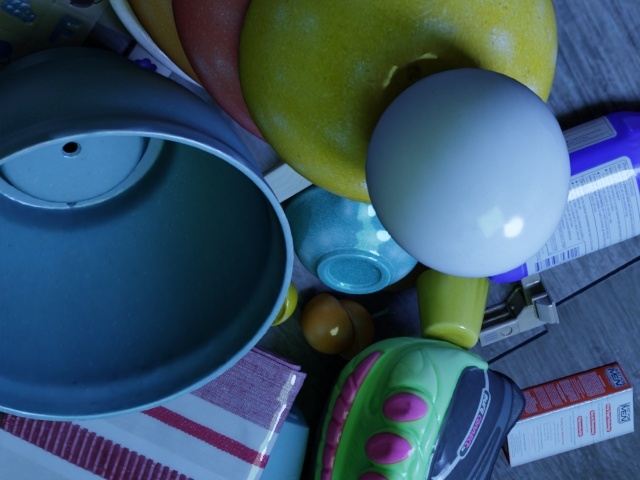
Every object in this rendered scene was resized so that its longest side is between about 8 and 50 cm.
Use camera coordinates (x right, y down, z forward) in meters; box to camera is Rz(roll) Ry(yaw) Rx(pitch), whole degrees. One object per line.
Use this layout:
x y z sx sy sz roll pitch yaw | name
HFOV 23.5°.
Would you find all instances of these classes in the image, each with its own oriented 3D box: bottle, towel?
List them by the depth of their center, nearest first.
-0.181 0.214 1.367 0.237 0.037 0.329 24 96 8 | towel
0.270 -0.057 1.409 0.282 0.092 0.118 -21 132 0 | bottle

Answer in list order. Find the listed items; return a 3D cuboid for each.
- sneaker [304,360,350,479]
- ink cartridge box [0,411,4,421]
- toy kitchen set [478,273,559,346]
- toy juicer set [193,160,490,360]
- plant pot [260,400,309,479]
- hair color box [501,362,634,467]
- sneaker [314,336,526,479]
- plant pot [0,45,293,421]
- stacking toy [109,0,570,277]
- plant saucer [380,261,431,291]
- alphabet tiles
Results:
0.015 0.239 1.563 0.105 0.115 0.281 5 105 -27 | sneaker
-0.425 0.228 1.440 0.307 0.072 0.303 29 116 -31 | ink cartridge box
0.185 0.064 1.496 0.075 0.068 0.083 -20 131 -1 | toy kitchen set
0.000 0.000 1.368 0.209 0.090 0.329 -12 143 26 | toy juicer set
-0.123 0.229 1.475 0.165 0.166 0.234 20 112 -30 | plant pot
0.260 0.186 1.635 0.141 0.043 0.072 -15 131 -4 | hair color box
0.074 0.324 1.448 0.202 0.185 0.483 7 113 -32 | sneaker
-0.186 -0.029 1.205 0.293 0.196 0.293 -10 135 -10 | plant pot
0.047 -0.134 1.021 0.350 0.480 0.351 -9 130 -11 | stacking toy
0.076 0.020 1.462 0.083 0.015 0.083 -8 129 -10 | plant saucer
-0.244 -0.147 1.231 0.237 0.009 0.198 24 118 -31 | alphabet tiles
